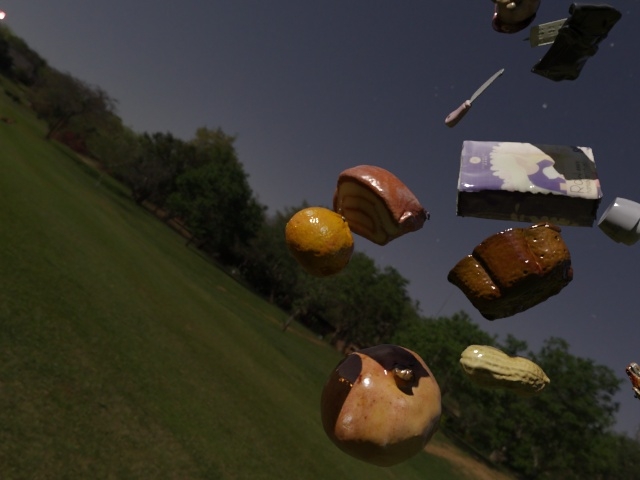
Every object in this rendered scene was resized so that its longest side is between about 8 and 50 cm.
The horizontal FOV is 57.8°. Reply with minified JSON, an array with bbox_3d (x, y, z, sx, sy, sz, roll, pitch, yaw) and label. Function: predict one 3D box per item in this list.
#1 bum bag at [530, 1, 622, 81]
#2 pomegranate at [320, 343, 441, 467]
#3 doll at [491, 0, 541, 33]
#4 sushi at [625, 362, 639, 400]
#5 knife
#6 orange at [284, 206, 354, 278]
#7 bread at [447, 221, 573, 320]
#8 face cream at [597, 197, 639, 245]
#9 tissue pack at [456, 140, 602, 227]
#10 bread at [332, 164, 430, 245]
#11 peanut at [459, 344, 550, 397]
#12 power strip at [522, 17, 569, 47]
[{"bbox_3d":[0.609,-0.474,1.395,0.123,0.060,0.248,8,-19,-4],"label":"bum bag"},{"bbox_3d":[0.170,0.424,1.551,0.338,0.338,0.338,35,-9,6],"label":"pomegranate"},{"bbox_3d":[0.570,-0.706,1.657,0.152,0.196,0.256,39,-5,10],"label":"doll"},{"bbox_3d":[0.859,0.407,1.457,0.226,0.097,0.103,51,-46,11],"label":"sushi"},{"bbox_3d":[0.651,-0.599,2.434,0.043,0.081,0.336,36,-50,-13],"label":"knife"},{"bbox_3d":[-0.002,0.003,1.401,0.178,0.155,0.177,62,-6,12],"label":"orange"},{"bbox_3d":[0.414,0.065,1.226,0.232,0.246,0.135,26,34,-52],"label":"bread"},{"bbox_3d":[0.816,-0.051,1.553,0.104,0.117,0.117,35,-9,15],"label":"face cream"},{"bbox_3d":[0.533,-0.152,1.504,0.343,0.242,0.125,5,-50,14],"label":"tissue pack"},{"bbox_3d":[0.140,-0.084,1.423,0.244,0.123,0.190,26,-51,38],"label":"bread"},{"bbox_3d":[0.607,0.432,1.906,0.305,0.147,0.147,13,-10,1],"label":"peanut"},{"bbox_3d":[0.701,-0.614,1.702,0.252,0.027,0.060,8,-72,54],"label":"power strip"}]
